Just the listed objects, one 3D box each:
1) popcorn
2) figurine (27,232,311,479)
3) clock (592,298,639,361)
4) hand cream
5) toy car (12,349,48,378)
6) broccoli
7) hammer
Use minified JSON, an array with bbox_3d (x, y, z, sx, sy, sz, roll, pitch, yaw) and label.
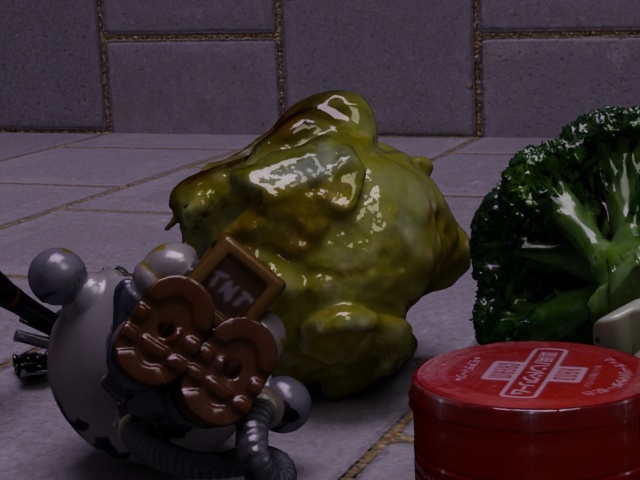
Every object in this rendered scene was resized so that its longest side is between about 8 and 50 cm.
[{"bbox_3d":[0.000,0.018,1.458,0.312,0.312,0.312,-2,11,0],"label":"popcorn"},{"bbox_3d":[-0.127,0.089,1.171,0.186,0.261,0.382,-45,4,-17],"label":"figurine"},{"bbox_3d":[0.298,0.136,1.115,0.062,0.151,0.191,-24,23,-21],"label":"clock"},{"bbox_3d":[0.164,0.158,1.082,0.193,0.125,0.193,-2,13,1],"label":"hand cream"},{"bbox_3d":[-0.309,0.136,1.528,0.041,0.025,0.093,-7,7,-16],"label":"toy car"},{"bbox_3d":[0.274,0.033,1.331,0.297,0.298,0.297,-2,20,2],"label":"broccoli"},{"bbox_3d":[-0.315,0.067,1.476,0.137,0.037,0.290,5,-20,28],"label":"hammer"}]
